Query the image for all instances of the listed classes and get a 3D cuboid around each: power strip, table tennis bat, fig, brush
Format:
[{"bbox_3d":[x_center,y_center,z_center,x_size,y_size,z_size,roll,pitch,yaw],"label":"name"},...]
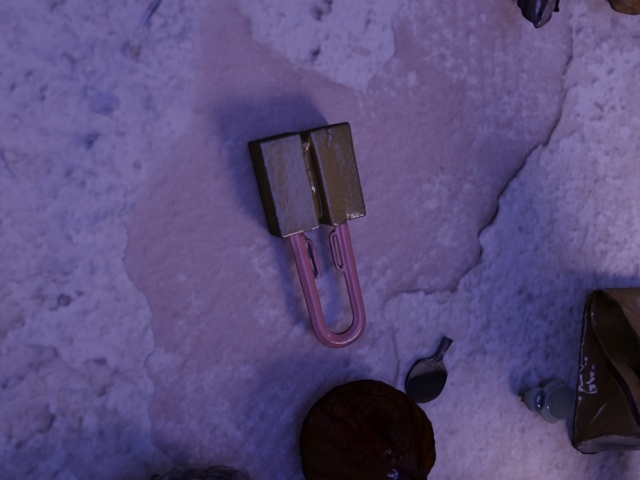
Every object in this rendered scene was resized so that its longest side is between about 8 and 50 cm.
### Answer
[{"bbox_3d":[0.276,0.194,1.032,0.083,0.035,0.055,12,89,-37],"label":"power strip"},{"bbox_3d":[0.128,0.148,0.972,0.050,0.007,0.083,32,82,-22],"label":"table tennis bat"},{"bbox_3d":[0.067,0.228,0.849,0.146,0.201,0.134,-21,111,-15],"label":"fig"},{"bbox_3d":[0.000,0.000,0.886,0.103,0.047,0.233,-16,101,-22],"label":"brush"}]

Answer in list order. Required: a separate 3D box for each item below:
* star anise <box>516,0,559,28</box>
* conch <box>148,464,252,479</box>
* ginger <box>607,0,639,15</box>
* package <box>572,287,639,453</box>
[{"bbox_3d":[0.284,-0.359,0.954,0.198,0.110,0.258,-1,77,1],"label":"star anise"},{"bbox_3d":[-0.082,0.330,0.772,0.240,0.313,0.186,-42,144,-38],"label":"conch"},{"bbox_3d":[0.402,-0.365,1.018,0.080,0.104,0.204,23,80,8],"label":"ginger"},{"bbox_3d":[0.494,0.175,1.051,0.311,0.165,0.221,6,91,-25],"label":"package"}]
